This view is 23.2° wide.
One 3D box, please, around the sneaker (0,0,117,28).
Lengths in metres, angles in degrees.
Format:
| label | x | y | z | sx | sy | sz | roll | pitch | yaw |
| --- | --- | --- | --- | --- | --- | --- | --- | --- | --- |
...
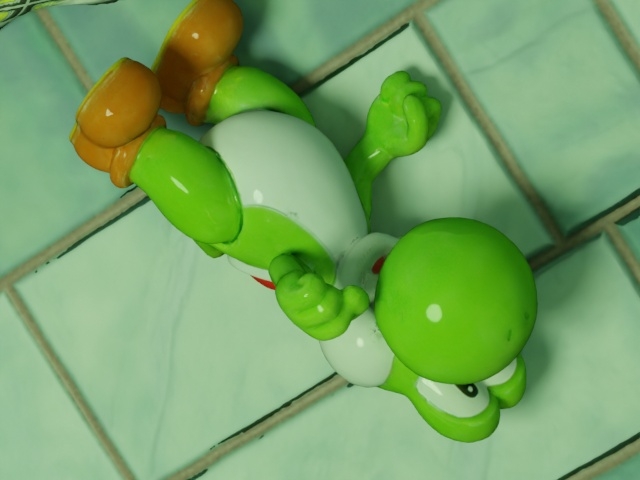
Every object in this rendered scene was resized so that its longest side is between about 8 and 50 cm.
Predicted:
| label | x | y | z | sx | sy | sz | roll | pitch | yaw |
| --- | --- | --- | --- | --- | --- | --- | --- | --- | --- |
| sneaker | -0.219 | -0.219 | 1.110 | 0.384 | 0.147 | 0.145 | -28 | 90 | 14 |

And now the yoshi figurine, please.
| label | x | y | z | sx | sy | sz | roll | pitch | yaw |
| --- | --- | --- | --- | --- | --- | --- | --- | --- | --- |
| yoshi figurine | 0.015 | -0.017 | 1.068 | 0.362 | 0.203 | 0.203 | 42 | 98 | 1 |
